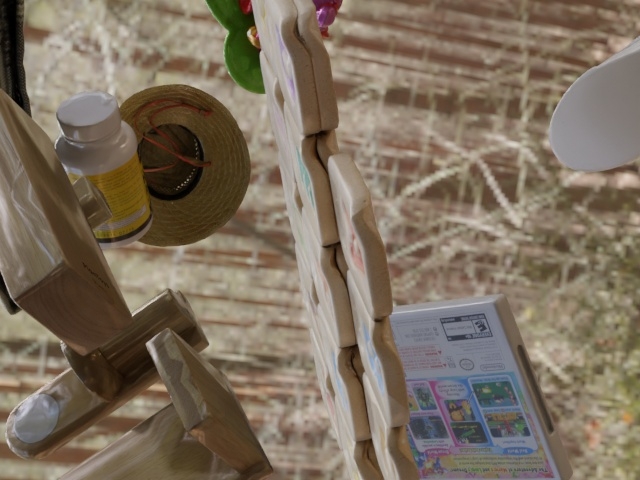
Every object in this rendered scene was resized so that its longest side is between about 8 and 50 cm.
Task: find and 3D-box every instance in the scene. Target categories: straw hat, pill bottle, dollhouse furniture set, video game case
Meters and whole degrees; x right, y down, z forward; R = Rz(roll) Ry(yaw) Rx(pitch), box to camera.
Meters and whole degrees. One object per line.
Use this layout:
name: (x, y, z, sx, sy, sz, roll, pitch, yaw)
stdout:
straw hat: (-0.132, -0.072, 1.216, 0.061, 0.144, 0.145, -129, 51, -64)
pill bottle: (-0.170, -0.056, 1.096, 0.065, 0.065, 0.116, -110, 10, -48)
dollhouse furniture set: (-0.128, 0.049, 0.590, 0.123, 0.151, 0.144, -34, 52, 4)
video game case: (0.094, 0.112, 1.022, 0.157, 0.019, 0.143, -10, 108, 45)

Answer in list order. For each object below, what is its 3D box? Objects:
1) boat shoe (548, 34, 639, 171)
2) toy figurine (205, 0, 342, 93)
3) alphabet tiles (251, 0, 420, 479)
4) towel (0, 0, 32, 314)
boat shoe: (0.222, -0.111, 0.886, 0.066, 0.063, 0.184, 49, 123, 13)
toy figurine: (-0.017, -0.216, 1.190, 0.159, 0.130, 0.173, 0, 85, 64)
alphabet tiles: (0.000, 0.000, 0.707, 0.278, 0.021, 0.284, -113, 12, -60)
towel: (-0.246, -0.156, 0.982, 0.324, 0.056, 0.312, -122, 31, -54)
